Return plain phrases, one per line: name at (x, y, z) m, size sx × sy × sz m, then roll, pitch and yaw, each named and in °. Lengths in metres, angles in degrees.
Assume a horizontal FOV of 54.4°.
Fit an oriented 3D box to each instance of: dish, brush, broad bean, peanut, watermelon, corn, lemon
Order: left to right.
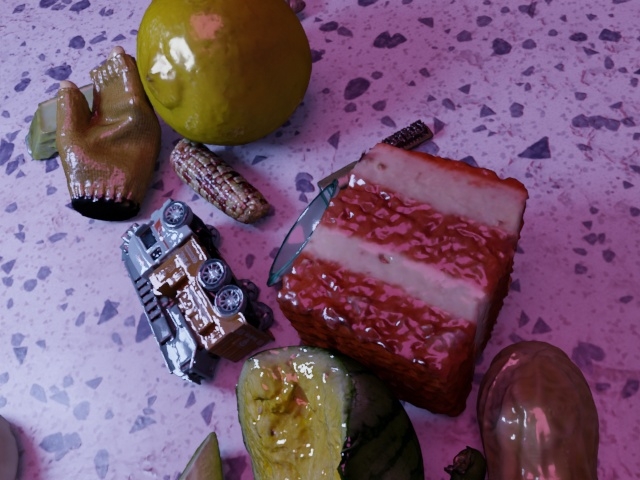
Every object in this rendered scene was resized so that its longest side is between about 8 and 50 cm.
corn at (-0.198, -0.111, 1.216) m, size 0.253 × 0.086 × 0.086 m, roll 38°, pitch 75°, yaw 25°
lemon at (-0.182, -0.346, 1.203) m, size 0.348 × 0.348 × 0.348 m, roll -5°, pitch 60°, yaw 10°
dish at (0.000, 0.000, 1.061) m, size 0.078 × 0.246 × 0.224 m, roll 35°, pitch 76°, yaw -10°
watermelon at (0.031, 0.291, 0.836) m, size 0.189 × 0.330 × 0.330 m, roll -17°, pitch 56°, yaw -23°
brush at (0.104, -0.162, 1.203) m, size 0.248 × 0.036 × 0.043 m, roll -30°, pitch 55°, yaw -5°
broad bean at (0.151, 0.377, 0.816) m, size 0.049 × 0.144 × 0.292 m, roll 29°, pitch 110°, yaw 30°
peanut at (0.296, 0.294, 0.828) m, size 0.158 × 0.174 × 0.340 m, roll 8°, pitch 63°, yaw -11°

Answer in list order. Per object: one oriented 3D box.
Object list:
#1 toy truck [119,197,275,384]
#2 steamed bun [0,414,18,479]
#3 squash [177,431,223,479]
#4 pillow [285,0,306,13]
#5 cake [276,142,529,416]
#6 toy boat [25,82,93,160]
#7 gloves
toy truck at (-0.239, 0.074, 1.094) m, size 0.184 × 0.133 × 0.338 m, roll -38°, pitch 62°, yaw 1°
steamed bun at (-0.619, 0.370, 1.001) m, size 0.232 × 0.145 × 0.231 m, roll -5°, pitch 61°, yaw 9°
squash at (-0.242, 0.440, 0.893) m, size 0.203 × 0.111 × 0.288 m, roll 2°, pitch 60°, yaw -23°
pillow at (-0.178, -0.559, 1.461) m, size 0.236 × 0.084 × 0.223 m, roll -33°, pitch 58°, yaw -10°
cake at (0.141, 0.058, 0.933) m, size 0.269 × 0.270 × 0.319 m, roll 23°, pitch 68°, yaw 23°
toy boat at (-0.537, -0.273, 1.382) m, size 0.276 × 0.084 × 0.111 m, roll -23°, pitch 61°, yaw -2°
gloves at (-0.426, -0.216, 1.260) m, size 0.203 × 0.155 × 0.356 m, roll 2°, pitch 86°, yaw 1°
